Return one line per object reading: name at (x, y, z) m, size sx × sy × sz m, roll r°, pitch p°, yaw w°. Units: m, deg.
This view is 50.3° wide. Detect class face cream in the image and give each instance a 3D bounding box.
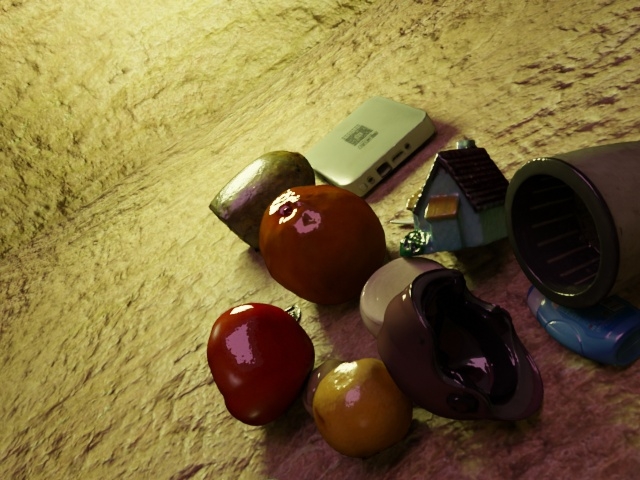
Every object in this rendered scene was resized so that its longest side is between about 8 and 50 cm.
face cream at (0.515, 0.146, 1.352) m, size 0.149 × 0.083 × 0.264 m, roll -34°, pitch 32°, yaw -9°

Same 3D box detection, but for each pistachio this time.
pistachio at (0.023, 0.342, 1.560) m, size 0.126 × 0.108 × 0.185 m, roll 0°, pitch 35°, yaw 11°

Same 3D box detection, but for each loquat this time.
loquat at (0.088, 0.345, 1.398) m, size 0.208 × 0.208 × 0.208 m, roll -25°, pitch 35°, yaw 19°

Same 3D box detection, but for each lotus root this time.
lotus root at (-0.169, -0.143, 2.220) m, size 0.346 × 0.250 × 0.250 m, roll -42°, pitch 33°, yaw -13°

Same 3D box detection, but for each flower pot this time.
flower pot at (0.577, -0.055, 1.312) m, size 0.331 × 0.293 × 0.293 m, roll -17°, pitch 29°, yaw -17°

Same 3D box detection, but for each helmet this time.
helmet at (0.252, 0.230, 1.347) m, size 0.197 × 0.338 × 0.271 m, roll -38°, pitch 11°, yaw 39°

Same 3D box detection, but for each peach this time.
peach at (0.000, 0.000, 1.815) m, size 0.343 × 0.301 × 0.342 m, roll -25°, pitch 34°, yaw 18°

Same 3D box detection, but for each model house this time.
model house at (0.311, -0.109, 1.615) m, size 0.230 × 0.248 × 0.281 m, roll -10°, pitch 2°, yaw 35°

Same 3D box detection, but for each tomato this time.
tomato at (-0.133, 0.279, 1.612) m, size 0.226 × 0.298 × 0.298 m, roll -23°, pitch 35°, yaw 14°

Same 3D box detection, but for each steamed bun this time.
steamed bun at (0.210, 0.154, 1.570) m, size 0.232 × 0.145 × 0.231 m, roll -17°, pitch 39°, yaw 14°

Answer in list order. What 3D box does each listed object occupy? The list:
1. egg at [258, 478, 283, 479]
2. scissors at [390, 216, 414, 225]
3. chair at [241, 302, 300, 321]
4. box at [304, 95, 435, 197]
egg at (-0.111, 0.582, 1.310) m, size 0.187 × 0.186 × 0.253 m, roll -11°, pitch 37°, yaw 34°
scissors at (0.270, -0.053, 1.882) m, size 0.176 × 0.022 × 0.085 m, roll 0°, pitch 51°, yaw 39°
chair at (-0.169, 0.219, 1.889) m, size 0.213 × 0.101 × 0.084 m, roll -32°, pitch 33°, yaw 10°
box at (0.152, -0.313, 2.256) m, size 0.367 × 0.090 × 0.373 m, roll -42°, pitch 34°, yaw -5°
